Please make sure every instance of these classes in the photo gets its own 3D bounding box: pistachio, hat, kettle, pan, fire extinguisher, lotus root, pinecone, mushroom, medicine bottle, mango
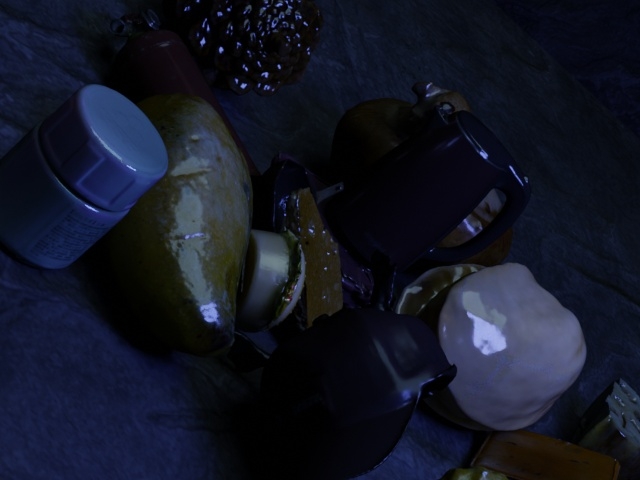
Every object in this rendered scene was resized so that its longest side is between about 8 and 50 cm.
[{"bbox_3d":[0.236,0.146,1.932,0.321,0.229,0.238,21,68,-42],"label":"pistachio"},{"bbox_3d":[-0.002,0.151,1.491,0.209,0.238,0.336,53,33,0],"label":"hat"},{"bbox_3d":[0.161,-0.059,1.896,0.202,0.232,0.144,47,23,-8],"label":"kettle"},{"bbox_3d":[-0.035,-0.031,1.759,0.202,0.048,0.128,21,72,-64],"label":"pan"},{"bbox_3d":[-0.187,-0.182,1.807,0.337,0.106,0.147,61,13,20],"label":"fire extinguisher"},{"bbox_3d":[0.475,0.325,2.217,0.138,0.119,0.235,44,22,0],"label":"lotus root"},{"bbox_3d":[-0.123,-0.347,2.031,0.244,0.244,0.309,36,12,-31],"label":"pinecone"},{"bbox_3d":[0.186,-0.099,2.145,0.345,0.259,0.345,38,23,-20],"label":"mushroom"},{"bbox_3d":[-0.257,-0.065,1.418,0.135,0.168,0.135,39,27,-24],"label":"medicine bottle"},{"bbox_3d":[-0.166,-0.019,1.544,0.176,0.175,0.329,8,54,-4],"label":"mango"}]

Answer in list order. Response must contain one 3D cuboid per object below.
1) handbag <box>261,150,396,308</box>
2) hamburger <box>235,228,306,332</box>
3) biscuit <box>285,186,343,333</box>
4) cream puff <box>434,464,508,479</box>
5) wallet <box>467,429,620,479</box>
[{"bbox_3d":[-0.002,0.001,1.900,0.203,0.074,0.216,28,34,-41],"label":"handbag"},{"bbox_3d":[-0.069,0.046,1.628,0.081,0.141,0.126,18,47,-29],"label":"hamburger"},{"bbox_3d":[-0.006,0.045,1.732,0.131,0.026,0.237,-32,118,-67],"label":"biscuit"},{"bbox_3d":[0.176,0.349,1.631,0.146,0.146,0.116,29,30,-41],"label":"cream puff"},{"bbox_3d":[0.310,0.323,1.896,0.195,0.042,0.161,13,20,16],"label":"wallet"}]
